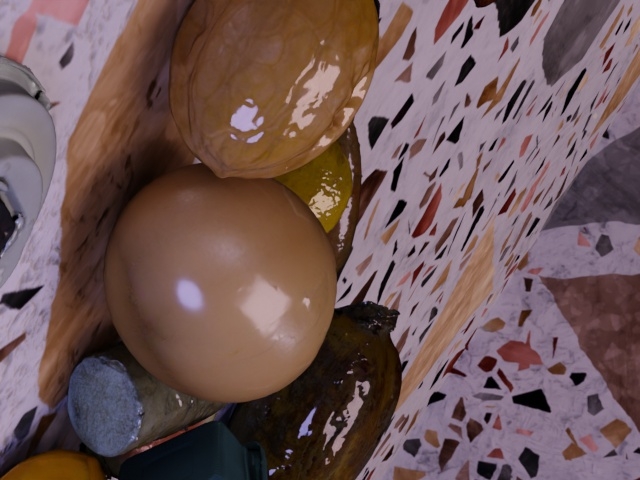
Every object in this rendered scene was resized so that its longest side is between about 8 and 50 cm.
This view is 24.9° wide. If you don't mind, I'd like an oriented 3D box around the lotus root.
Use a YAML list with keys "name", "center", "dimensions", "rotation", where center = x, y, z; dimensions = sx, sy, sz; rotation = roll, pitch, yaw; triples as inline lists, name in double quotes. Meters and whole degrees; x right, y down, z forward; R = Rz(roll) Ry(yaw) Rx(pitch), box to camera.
- name: "lotus root"
  center: [-0.023, 0.244, 1.846]
  dimensions: [0.397, 0.179, 0.196]
  rotation: [-61, 166, 10]

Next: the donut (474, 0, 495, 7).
- name: "donut"
  center: [0.206, -0.353, 1.649]
  dimensions: [0.184, 0.073, 0.166]
  rotation: [-46, 160, -35]

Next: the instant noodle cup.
- name: "instant noodle cup"
  center: [-0.130, 0.243, 1.377]
  dimensions: [0.157, 0.070, 0.179]
  rotation: [-26, -161, 5]

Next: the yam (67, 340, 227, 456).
- name: "yam"
  center: [-0.162, 0.139, 1.379]
  dimensions: [0.107, 0.107, 0.194]
  rotation: [-64, 162, 17]

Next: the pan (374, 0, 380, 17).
- name: "pan"
  center: [0.023, -0.221, 1.394]
  dimensions: [0.115, 0.040, 0.212]
  rotation: [-50, 169, -27]

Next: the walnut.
- name: "walnut"
  center: [-0.038, -0.144, 1.163]
  dimensions: [0.207, 0.159, 0.159]
  rotation: [-63, 164, -5]

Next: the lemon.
- name: "lemon"
  center: [-0.025, -0.052, 1.442]
  dimensions: [0.133, 0.109, 0.109]
  rotation: [-55, 166, 19]

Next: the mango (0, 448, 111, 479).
- name: "mango"
  center: [-0.257, 0.312, 1.354]
  dimensions: [0.257, 0.138, 0.187]
  rotation: [99, 0, -52]

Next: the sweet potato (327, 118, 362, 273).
- name: "sweet potato"
  center: [-0.003, 0.007, 1.668]
  dimensions: [0.346, 0.079, 0.108]
  rotation: [107, 9, -50]

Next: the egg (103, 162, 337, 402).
- name: "egg"
  center: [-0.089, 0.033, 1.245]
  dimensions: [0.201, 0.201, 0.244]
  rotation: [-57, 153, -7]

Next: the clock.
- name: "clock"
  center: [-0.246, -0.009, 0.963]
  dimensions: [0.236, 0.053, 0.236]
  rotation: [-52, 162, -25]

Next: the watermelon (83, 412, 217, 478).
- name: "watermelon"
  center: [-0.163, 0.172, 1.539]
  dimensions: [0.245, 0.063, 0.119]
  rotation: [-46, 146, -37]
